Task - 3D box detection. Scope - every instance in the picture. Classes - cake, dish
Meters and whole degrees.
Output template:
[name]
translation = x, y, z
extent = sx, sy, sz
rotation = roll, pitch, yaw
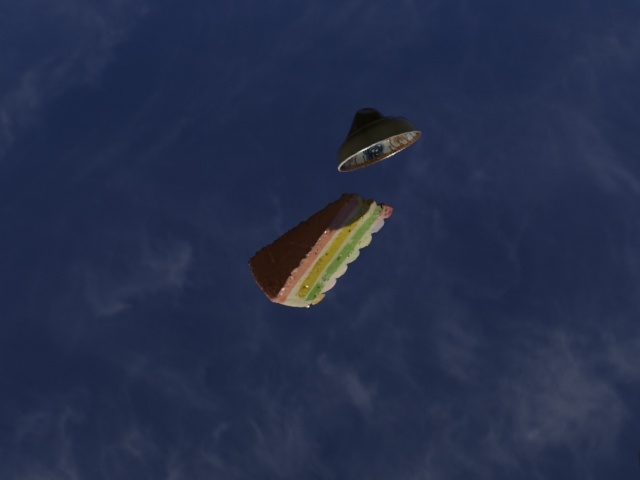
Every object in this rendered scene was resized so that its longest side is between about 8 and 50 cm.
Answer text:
[cake]
translation = 0.006, 0.019, 1.243
extent = 0.225, 0.109, 0.090
rotation = -35, -119, 34
[dish]
translation = 0.078, -0.171, 1.327
extent = 0.141, 0.141, 0.078
rotation = -22, -96, -7

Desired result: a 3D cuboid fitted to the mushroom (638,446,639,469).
[mushroom]
translation = 0.565, 0.291, 1.040
extent = 0.352, 0.260, 0.352
rotation = -12, -118, 24
